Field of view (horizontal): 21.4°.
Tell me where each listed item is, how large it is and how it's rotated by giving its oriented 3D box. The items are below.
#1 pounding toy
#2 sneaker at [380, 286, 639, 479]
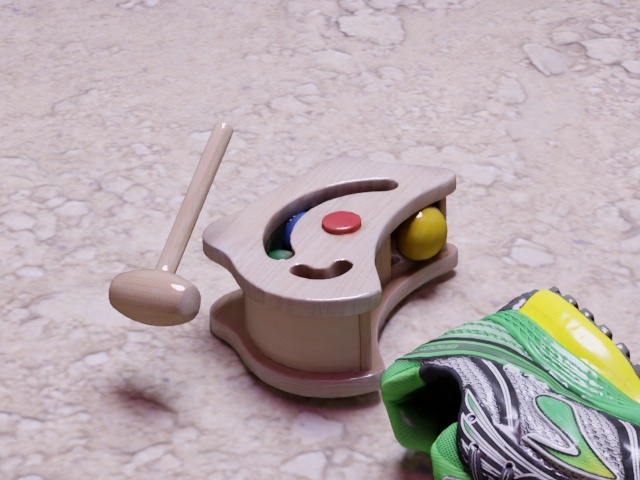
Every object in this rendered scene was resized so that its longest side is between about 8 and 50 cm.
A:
[{"bbox_3d":[0.000,0.000,1.159,0.154,0.155,0.269,20,36,36],"label":"pounding toy"},{"bbox_3d":[0.153,0.151,0.969,0.146,0.134,0.343,-20,28,-20],"label":"sneaker"}]
